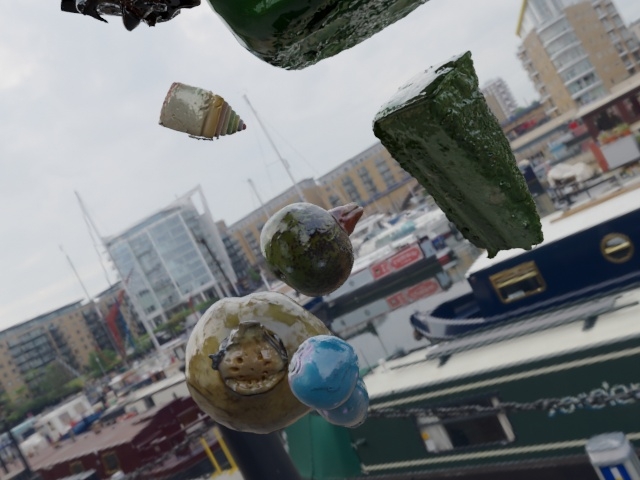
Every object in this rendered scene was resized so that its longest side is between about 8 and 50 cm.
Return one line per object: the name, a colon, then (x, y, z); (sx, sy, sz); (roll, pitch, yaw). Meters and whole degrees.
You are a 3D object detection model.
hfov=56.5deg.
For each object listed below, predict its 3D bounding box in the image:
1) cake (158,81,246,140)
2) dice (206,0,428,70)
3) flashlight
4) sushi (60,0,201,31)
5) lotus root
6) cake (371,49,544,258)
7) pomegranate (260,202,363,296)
cake: (-0.221, -0.255, 1.167); (0.109, 0.090, 0.225); (16, 15, 7)
dice: (0.006, -0.336, 0.498); (0.297, 0.300, 0.287); (-32, 2, 10)
flashlight: (0.013, 0.111, 0.435); (0.051, 0.051, 0.129); (-28, -36, -2)
sushi: (-0.328, -0.493, 1.057); (0.215, 0.212, 0.227); (-29, -32, -38)
lotus root: (-0.057, 0.122, 0.631); (0.154, 0.140, 0.257); (-2, 1, 3)
cake: (0.169, -0.090, 0.662); (0.100, 0.235, 0.099); (-10, 42, 53)
pomegranate: (0.000, 0.000, 1.290); (0.247, 0.214, 0.214); (-37, 2, -19)
